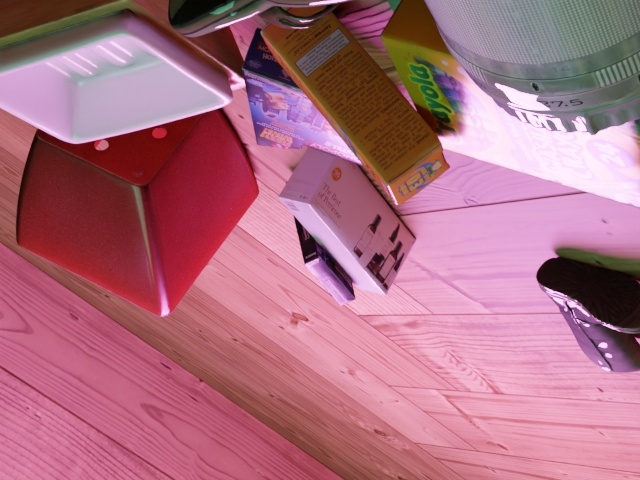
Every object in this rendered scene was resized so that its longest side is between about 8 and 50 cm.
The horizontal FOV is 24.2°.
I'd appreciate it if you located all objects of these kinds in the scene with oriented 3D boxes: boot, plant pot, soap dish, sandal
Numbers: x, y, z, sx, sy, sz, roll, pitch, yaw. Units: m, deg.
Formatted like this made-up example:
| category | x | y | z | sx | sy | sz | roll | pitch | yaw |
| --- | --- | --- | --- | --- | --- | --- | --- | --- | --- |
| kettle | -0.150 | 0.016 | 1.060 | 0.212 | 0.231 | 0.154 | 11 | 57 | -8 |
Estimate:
| category | x | y | z | sx | sy | sz | roll | pitch | yaw |
| --- | --- | --- | --- | --- | --- | --- | --- | --- | --- |
| boot | 0.379 | 0.116 | 1.929 | 0.190 | 0.076 | 0.208 | 33 | 162 | 45 |
| plant pot | -0.264 | -0.103 | 2.101 | 0.267 | 0.267 | 0.235 | 25 | 148 | 15 |
| soap dish | -0.261 | -0.224 | 1.771 | 0.291 | 0.118 | 0.229 | -10 | 155 | 32 |
| sandal | -0.031 | -0.259 | 1.466 | 0.086 | 0.120 | 0.303 | 30 | 158 | -37 |

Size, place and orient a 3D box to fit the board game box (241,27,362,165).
| category | x | y | z | sx | sy | sz | roll | pitch | yaw |
| --- | --- | --- | --- | --- | --- | --- | --- | --- | --- |
| board game box | -0.008 | -0.158 | 1.791 | 0.194 | 0.060 | 0.194 | 20 | 160 | -4 |

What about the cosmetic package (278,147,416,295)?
| category | x | y | z | sx | sy | sz | roll | pitch | yaw |
| --- | --- | --- | --- | --- | --- | --- | --- | --- | --- |
| cosmetic package | 0.041 | -0.029 | 2.038 | 0.060 | 0.099 | 0.239 | 13 | 156 | 38 |

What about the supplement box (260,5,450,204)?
| category | x | y | z | sx | sy | sz | roll | pitch | yaw |
| --- | --- | --- | --- | --- | --- | --- | --- | --- | --- |
| supplement box | 0.037 | -0.151 | 1.583 | 0.233 | 0.080 | 0.078 | 50 | 178 | 21 |

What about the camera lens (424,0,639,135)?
| category | x | y | z | sx | sy | sz | roll | pitch | yaw |
| --- | --- | --- | --- | --- | --- | --- | --- | --- | --- |
| camera lens | 0.166 | -0.234 | 1.070 | 0.219 | 0.219 | 0.274 | 18 | 159 | 34 |

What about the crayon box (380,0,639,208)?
| category | x | y | z | sx | sy | sz | roll | pitch | yaw |
| --- | --- | --- | --- | --- | --- | --- | --- | --- | --- |
| crayon box | 0.196 | -0.149 | 1.483 | 0.323 | 0.083 | 0.203 | 20 | 160 | 31 |

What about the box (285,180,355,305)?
| category | x | y | z | sx | sy | sz | roll | pitch | yaw |
| --- | --- | --- | --- | --- | --- | --- | --- | --- | --- |
| box | 0.000 | 0.000 | 2.121 | 0.116 | 0.029 | 0.162 | 50 | -161 | -45 |
